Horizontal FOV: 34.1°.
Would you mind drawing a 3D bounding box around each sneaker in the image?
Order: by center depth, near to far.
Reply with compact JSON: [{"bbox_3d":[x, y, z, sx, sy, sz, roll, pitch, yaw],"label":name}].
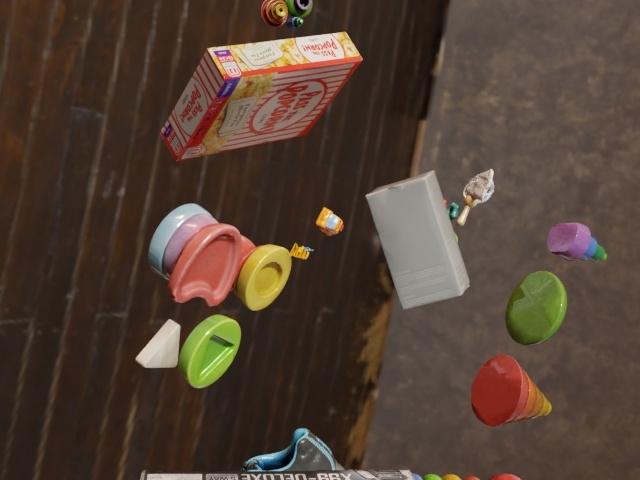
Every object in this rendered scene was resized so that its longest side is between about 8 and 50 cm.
[{"bbox_3d":[-0.127,0.463,1.880,0.341,0.125,0.139,-32,111,-3],"label":"sneaker"}]

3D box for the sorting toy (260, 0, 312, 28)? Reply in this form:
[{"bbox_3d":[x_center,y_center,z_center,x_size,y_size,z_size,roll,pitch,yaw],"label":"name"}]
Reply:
[{"bbox_3d":[-0.047,-0.379,1.710,0.102,0.042,0.061,-28,107,-24],"label":"sorting toy"}]

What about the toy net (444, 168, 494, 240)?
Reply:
[{"bbox_3d":[0.298,-0.066,2.204,0.232,0.045,0.122,-50,-152,28],"label":"toy net"}]

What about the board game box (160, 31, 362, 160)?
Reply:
[{"bbox_3d":[-0.067,-0.163,1.170,0.193,0.045,0.147,-16,158,-38],"label":"board game box"}]

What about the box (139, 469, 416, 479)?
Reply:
[{"bbox_3d":[-0.049,0.379,1.150,0.076,0.307,0.242,-132,-136,-79],"label":"box"}]

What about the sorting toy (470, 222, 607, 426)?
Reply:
[{"bbox_3d":[0.384,0.152,1.733,0.126,0.127,0.365,23,90,-28],"label":"sorting toy"}]

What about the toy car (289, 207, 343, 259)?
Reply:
[{"bbox_3d":[0.000,0.000,1.737,0.122,0.040,0.060,-55,151,-28],"label":"toy car"}]

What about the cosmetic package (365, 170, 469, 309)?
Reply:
[{"bbox_3d":[0.186,-0.001,1.977,0.107,0.127,0.238,-28,104,-69],"label":"cosmetic package"}]

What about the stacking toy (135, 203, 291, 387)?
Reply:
[{"bbox_3d":[-0.212,0.085,1.733,0.279,0.130,0.309,-60,152,-2],"label":"stacking toy"}]

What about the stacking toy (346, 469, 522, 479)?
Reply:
[{"bbox_3d":[0.199,0.447,1.758,0.141,0.330,0.141,178,-90,-80],"label":"stacking toy"}]
